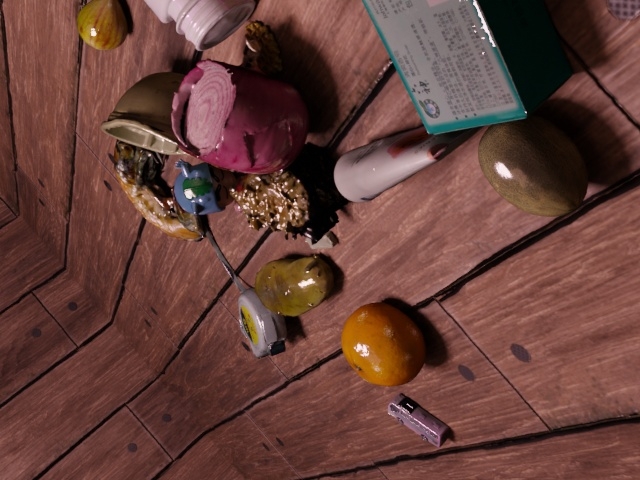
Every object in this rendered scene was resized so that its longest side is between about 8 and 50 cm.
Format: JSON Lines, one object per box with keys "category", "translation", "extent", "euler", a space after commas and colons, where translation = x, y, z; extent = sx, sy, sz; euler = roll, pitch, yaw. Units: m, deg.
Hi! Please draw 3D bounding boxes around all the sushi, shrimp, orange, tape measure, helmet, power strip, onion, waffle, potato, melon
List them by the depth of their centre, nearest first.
{"category": "melon", "translation": [0.233, -0.083, 0.835], "extent": [0.131, 0.098, 0.098], "euler": [41, 151, 12]}
{"category": "onion", "translation": [-0.110, -0.181, 1.141], "extent": [0.207, 0.200, 0.200], "euler": [-10, 117, 43]}
{"category": "waffle", "translation": [-0.090, -0.289, 1.147], "extent": [0.078, 0.016, 0.085], "euler": [29, 147, 27]}
{"category": "sushi", "translation": [-0.053, -0.069, 1.257], "extent": [0.212, 0.115, 0.147], "euler": [6, 129, 52]}
{"category": "orange", "translation": [0.106, 0.184, 1.323], "extent": [0.156, 0.124, 0.156], "euler": [34, 145, 29]}
{"category": "helmet", "translation": [-0.252, -0.223, 1.345], "extent": [0.258, 0.137, 0.204], "euler": [16, 177, 23]}
{"category": "power strip", "translation": [0.000, 0.000, 1.367], "extent": [0.083, 0.017, 0.027], "euler": [-5, 120, 57]}
{"category": "potato", "translation": [-0.051, 0.086, 1.471], "extent": [0.225, 0.090, 0.117], "euler": [-18, 103, 54]}
{"category": "shrimp", "translation": [-0.361, -0.134, 1.671], "extent": [0.272, 0.085, 0.445], "euler": [39, 154, 16]}
{"category": "tape measure", "translation": [-0.158, 0.099, 1.697], "extent": [0.164, 0.084, 0.330], "euler": [-24, 86, 61]}

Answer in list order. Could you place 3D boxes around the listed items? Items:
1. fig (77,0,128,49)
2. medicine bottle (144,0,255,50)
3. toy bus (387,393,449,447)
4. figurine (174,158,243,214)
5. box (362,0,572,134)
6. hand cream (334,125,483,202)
{"category": "fig", "translation": [-0.393, -0.412, 1.367], "extent": [0.093, 0.093, 0.166], "euler": [44, 151, 11]}
{"category": "medicine bottle", "translation": [-0.234, -0.427, 1.078], "extent": [0.324, 0.124, 0.179], "euler": [52, 154, 0]}
{"category": "toy bus", "translation": [0.191, 0.352, 1.497], "extent": [0.131, 0.037, 0.052], "euler": [31, 145, 31]}
{"category": "figurine", "translation": [-0.207, -0.098, 1.478], "extent": [0.178, 0.145, 0.114], "euler": [145, 124, -82]}
{"category": "box", "translation": [0.135, -0.243, 0.789], "extent": [0.153, 0.092, 0.245], "euler": [0, 125, 55]}
{"category": "hand cream", "translation": [0.103, -0.110, 0.987], "extent": [0.077, 0.124, 0.341], "euler": [55, 156, -7]}
